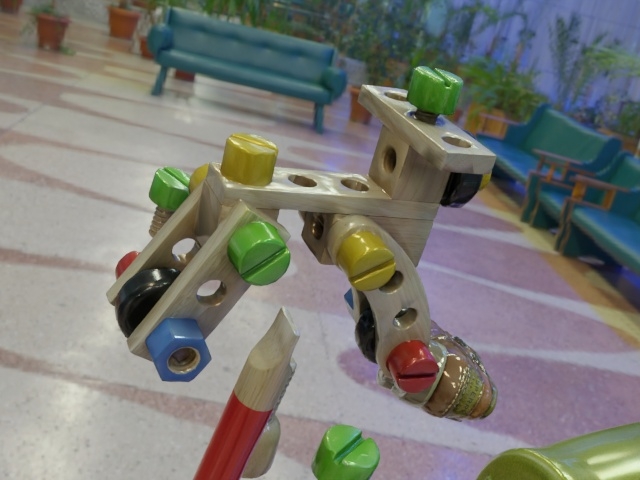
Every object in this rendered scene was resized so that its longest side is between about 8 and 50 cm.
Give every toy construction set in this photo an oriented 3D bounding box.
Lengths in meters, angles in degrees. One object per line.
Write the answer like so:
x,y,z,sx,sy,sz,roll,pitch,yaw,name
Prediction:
0.000,0.000,0.523,0.258,0.237,0.308,21,26,-7,toy construction set

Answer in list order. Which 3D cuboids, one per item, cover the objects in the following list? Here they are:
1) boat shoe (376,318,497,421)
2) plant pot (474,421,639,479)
0.144,0.168,1.020,0.105,0.110,0.307,25,6,-2,boat shoe
0.359,0.355,0.869,0.353,0.366,0.366,7,19,-21,plant pot
